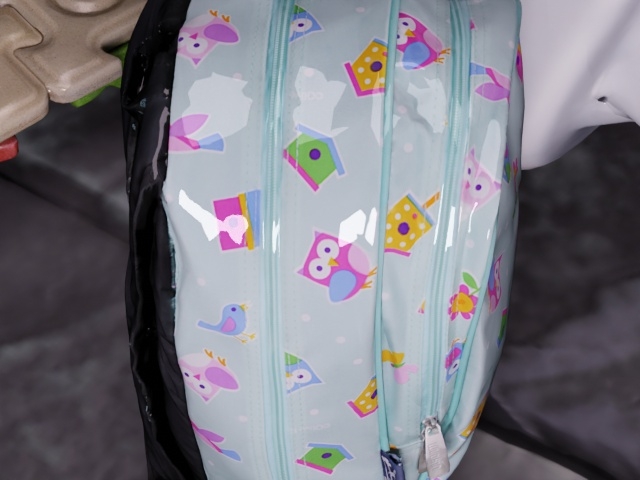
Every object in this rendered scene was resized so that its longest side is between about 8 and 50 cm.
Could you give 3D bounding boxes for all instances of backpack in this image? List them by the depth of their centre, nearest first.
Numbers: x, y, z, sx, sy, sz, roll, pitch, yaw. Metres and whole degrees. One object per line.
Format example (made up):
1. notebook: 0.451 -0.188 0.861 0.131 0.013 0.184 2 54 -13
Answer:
1. backpack: 0.000 0.000 0.522 0.115 0.182 0.152 -2 52 -1

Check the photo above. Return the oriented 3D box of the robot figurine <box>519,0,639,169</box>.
1. robot figurine: 0.040 -0.163 0.609 0.353 0.300 0.200 38 100 10

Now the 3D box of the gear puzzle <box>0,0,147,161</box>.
1. gear puzzle: -0.137 -0.090 0.684 0.339 0.044 0.175 -32 57 -24
